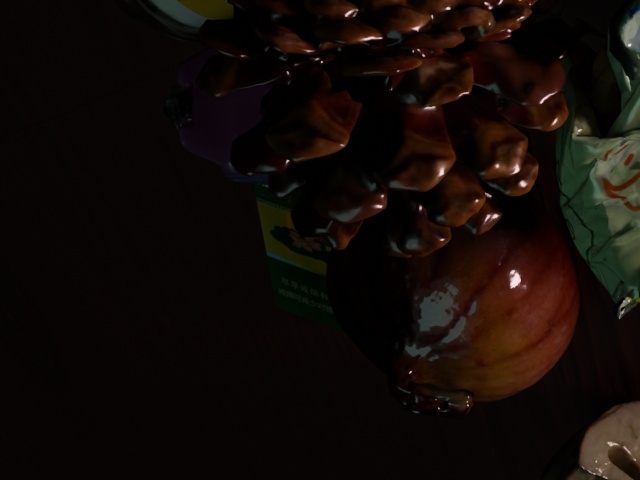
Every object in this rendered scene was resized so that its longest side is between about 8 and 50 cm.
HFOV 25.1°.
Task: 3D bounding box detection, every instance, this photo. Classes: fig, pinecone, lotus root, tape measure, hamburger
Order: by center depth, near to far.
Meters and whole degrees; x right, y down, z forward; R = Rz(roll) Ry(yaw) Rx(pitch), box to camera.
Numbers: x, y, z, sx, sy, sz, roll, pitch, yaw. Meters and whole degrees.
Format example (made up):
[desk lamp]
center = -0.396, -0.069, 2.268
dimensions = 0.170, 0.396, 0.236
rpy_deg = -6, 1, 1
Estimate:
[pinecone]
center = 0.049, -0.104, 0.963
dimensions = 0.264, 0.264, 0.264
rpy_deg = 23, 142, 20
[hamburger]
center = 0.242, -0.080, 1.031
dimensions = 0.150, 0.261, 0.276
rpy_deg = 13, 115, 41
[tape measure]
center = 0.002, -0.119, 1.200
dimensions = 0.245, 0.231, 0.149
rpy_deg = 0, 93, 25
[fig]
center = 0.115, 0.041, 1.305
dimensions = 0.235, 0.214, 0.235
rpy_deg = 49, 156, 31
[lotus root]
center = 0.332, 0.254, 1.398
dimensions = 0.235, 0.138, 0.119
rpy_deg = 39, 150, -2

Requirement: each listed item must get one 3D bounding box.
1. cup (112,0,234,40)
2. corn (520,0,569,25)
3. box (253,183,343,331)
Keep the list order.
[cup]
center = -0.046, -0.272, 1.117
dimensions = 0.280, 0.196, 0.196
rpy_deg = -10, 123, 38
[corn]
center = 0.140, -0.269, 1.009
dimensions = 0.119, 0.119, 0.321
rpy_deg = 23, 140, 20
[box]
center = 0.000, 0.000, 1.493
dimensions = 0.132, 0.034, 0.235
rpy_deg = 18, 140, 26
